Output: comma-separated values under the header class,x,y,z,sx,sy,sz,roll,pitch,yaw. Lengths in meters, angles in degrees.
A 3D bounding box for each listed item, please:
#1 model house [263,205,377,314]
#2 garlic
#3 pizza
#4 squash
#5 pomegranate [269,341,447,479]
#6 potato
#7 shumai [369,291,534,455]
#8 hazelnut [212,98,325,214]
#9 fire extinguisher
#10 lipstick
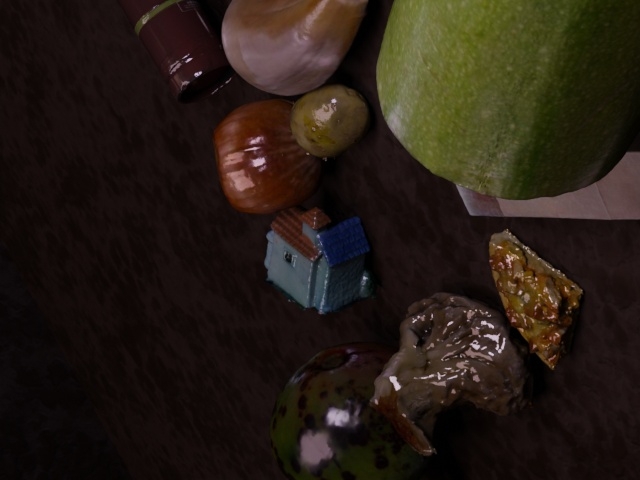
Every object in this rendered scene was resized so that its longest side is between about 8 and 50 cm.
class,x,y,z,sx,sy,sz,roll,pitch,yaw
model house,0.000,0.000,2.369,0.148,0.119,0.148,40,139,36
garlic,-0.037,-0.254,2.135,0.318,0.112,0.143,-19,79,55
pizza,0.247,0.067,2.053,0.175,0.046,0.134,59,155,-1
squash,0.208,-0.243,1.527,0.263,0.263,0.384,48,152,20
pomegranate,0.055,0.279,2.428,0.242,0.242,0.306,38,153,36
potato,0.008,-0.149,2.213,0.091,0.070,0.138,46,157,-8
shumai,0.152,0.167,2.190,0.206,0.175,0.166,13,130,52
hazelnut,-0.066,-0.110,2.322,0.150,0.150,0.150,42,151,30
fire extinguisher,-0.229,-0.346,2.392,0.341,0.105,0.141,59,177,14
lipstick,0.271,-0.071,1.818,0.371,0.076,0.080,4,121,60
